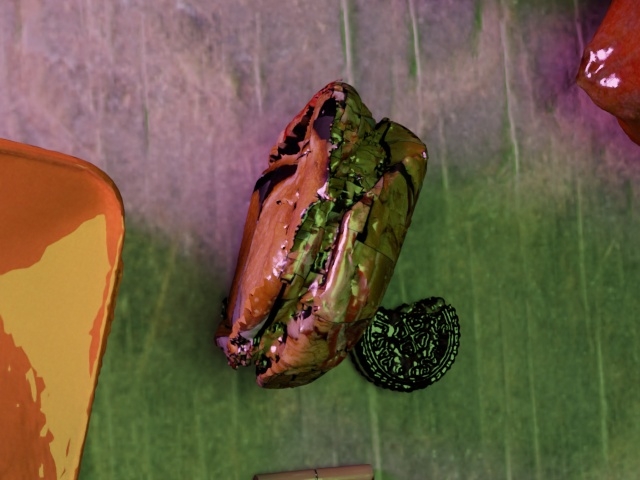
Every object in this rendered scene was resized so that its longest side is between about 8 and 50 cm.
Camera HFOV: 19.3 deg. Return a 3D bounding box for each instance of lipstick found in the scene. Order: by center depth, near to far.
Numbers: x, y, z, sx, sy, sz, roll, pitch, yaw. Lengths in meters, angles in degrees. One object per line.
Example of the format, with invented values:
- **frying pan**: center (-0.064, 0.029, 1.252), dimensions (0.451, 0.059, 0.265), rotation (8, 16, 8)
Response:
- **lipstick**: center (-0.005, 0.185, 1.444), dimensions (0.094, 0.019, 0.019), rotation (-2, 88, -19)

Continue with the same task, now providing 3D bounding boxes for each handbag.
- **handbag**: center (-0.308, 0.122, 1.263), dimensions (0.303, 0.116, 0.410), rotation (13, 85, -27)

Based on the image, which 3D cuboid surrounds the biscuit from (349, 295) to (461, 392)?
- **biscuit**: center (0.067, 0.076, 1.469), dimensions (0.087, 0.027, 0.089), rotation (35, 77, -15)

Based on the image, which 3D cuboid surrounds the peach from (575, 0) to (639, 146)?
- **peach**: center (0.323, -0.153, 1.468), dimensions (0.256, 0.232, 0.232), rotation (-8, 90, -16)

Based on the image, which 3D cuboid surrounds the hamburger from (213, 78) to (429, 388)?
- **hamburger**: center (0.000, 0.000, 1.353), dimensions (0.106, 0.231, 0.231), rotation (26, 79, -12)
